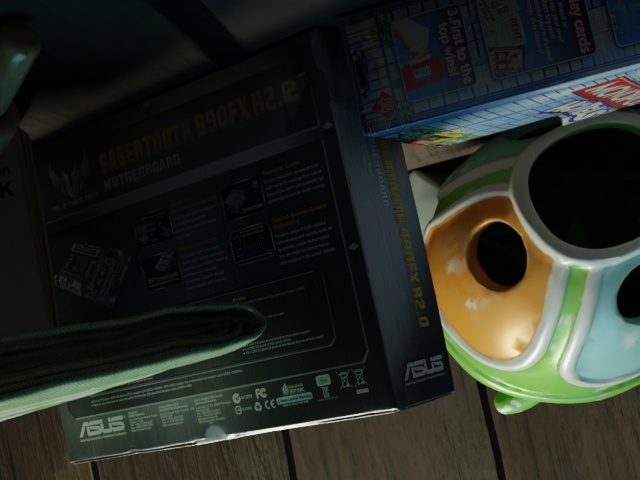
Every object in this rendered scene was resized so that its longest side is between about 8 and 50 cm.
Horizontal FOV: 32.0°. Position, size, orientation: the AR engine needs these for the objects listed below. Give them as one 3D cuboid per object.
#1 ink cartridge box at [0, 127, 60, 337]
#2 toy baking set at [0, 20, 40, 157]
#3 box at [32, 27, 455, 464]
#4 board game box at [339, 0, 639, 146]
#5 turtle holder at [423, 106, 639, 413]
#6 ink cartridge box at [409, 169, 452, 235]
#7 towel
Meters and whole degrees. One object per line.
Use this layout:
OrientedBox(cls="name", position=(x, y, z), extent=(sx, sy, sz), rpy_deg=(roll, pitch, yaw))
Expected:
OrientedBox(cls="ink cartridge box", position=(-0.276, 0.031, 0.624), extent=(0.197, 0.114, 0.273), rpy_deg=(-9, 173, -26))
OrientedBox(cls="toy baking set", position=(-0.183, -0.014, 0.384), extent=(0.256, 0.030, 0.197), rpy_deg=(-46, 172, 33))
OrientedBox(cls="box", position=(-0.057, 0.013, 0.591), extent=(0.231, 0.183, 0.056), rpy_deg=(-17, 173, 35))
OrientedBox(cls="board game box", position=(0.140, -0.098, 0.544), extent=(0.194, 0.060, 0.194), rpy_deg=(-14, 175, 27))
OrientedBox(cls="turtle holder", position=(0.244, -0.001, 0.927), extent=(0.320, 0.243, 0.227), rpy_deg=(-3, 156, 0))
OrientedBox(cls="ink cartridge box", position=(0.237, 0.041, 1.133), extent=(0.065, 0.333, 0.165), rpy_deg=(-60, 159, 13))
OrientedBox(cls="towel", position=(-0.222, 0.084, 0.522), extent=(0.325, 0.038, 0.248), rpy_deg=(-20, 172, 40))
